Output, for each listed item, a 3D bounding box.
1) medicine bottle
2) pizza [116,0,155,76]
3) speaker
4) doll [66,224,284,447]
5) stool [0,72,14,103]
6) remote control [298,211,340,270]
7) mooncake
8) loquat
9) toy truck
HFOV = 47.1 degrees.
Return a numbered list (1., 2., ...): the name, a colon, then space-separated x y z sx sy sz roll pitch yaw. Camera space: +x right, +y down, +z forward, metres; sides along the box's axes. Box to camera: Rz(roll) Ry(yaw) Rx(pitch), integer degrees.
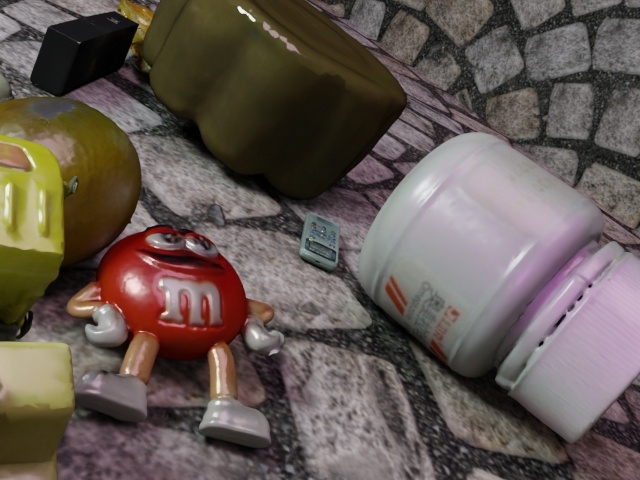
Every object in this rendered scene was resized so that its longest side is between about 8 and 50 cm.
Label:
1. medicine bottle: 0.221 0.050 0.822 0.302 0.241 0.241 40 25 22
2. pizza: -0.265 -0.327 1.231 0.197 0.058 0.292 36 22 -9
3. speaker: -0.321 -0.263 1.021 0.044 0.082 0.218 28 22 -4
4. doll: -0.114 0.060 0.614 0.183 0.085 0.217 18 35 -23
5. stool: -0.383 -0.164 0.707 0.217 0.121 0.125 25 22 -1
6. remote control: 0.000 0.000 0.945 0.053 0.018 0.124 26 24 -7
7. mooncake: -0.072 -0.238 1.070 0.378 0.201 0.378 33 22 -15
8. loquat: -0.235 -0.046 0.611 0.152 0.152 0.195 32 37 3
9. toy truck: -0.180 0.067 0.348 0.124 0.157 0.272 12 55 -37
